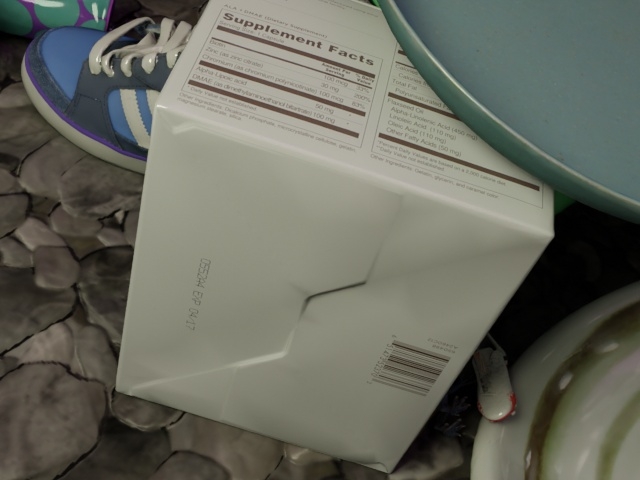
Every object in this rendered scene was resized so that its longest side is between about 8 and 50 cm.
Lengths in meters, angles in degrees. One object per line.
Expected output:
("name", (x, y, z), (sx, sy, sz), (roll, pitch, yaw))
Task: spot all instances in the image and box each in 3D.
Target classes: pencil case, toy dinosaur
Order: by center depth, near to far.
("toy dinosaur", (0.080, 0.101, 0.640), (0.090, 0.047, 0.082), (-18, 36, -16))
("pencil case", (-0.263, -0.220, 0.794), (0.151, 0.064, 0.070), (10, 61, -9))

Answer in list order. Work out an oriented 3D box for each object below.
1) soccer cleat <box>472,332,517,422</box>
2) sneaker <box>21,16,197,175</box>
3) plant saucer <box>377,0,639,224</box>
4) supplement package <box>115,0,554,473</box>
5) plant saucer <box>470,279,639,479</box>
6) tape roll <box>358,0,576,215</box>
("soccer cleat", (0.121, 0.097, 0.623), (0.036, 0.029, 0.083), (61, 21, -19))
("sneaker", (-0.086, -0.150, 0.670), (0.323, 0.236, 0.130), (30, 48, 9))
("plant saucer", (0.163, -0.125, 0.496), (0.317, 0.044, 0.318), (12, 52, -16))
("supplement package", (0.000, 0.000, 0.548), (0.204, 0.262, 0.145), (18, 48, -3))
("plant saucer", (0.301, 0.158, 0.547), (0.400, 0.100, 0.400), (-15, 29, 9))
("tape roll", (0.105, -0.158, 0.704), (0.077, 0.321, 0.321), (-37, 60, 9))
